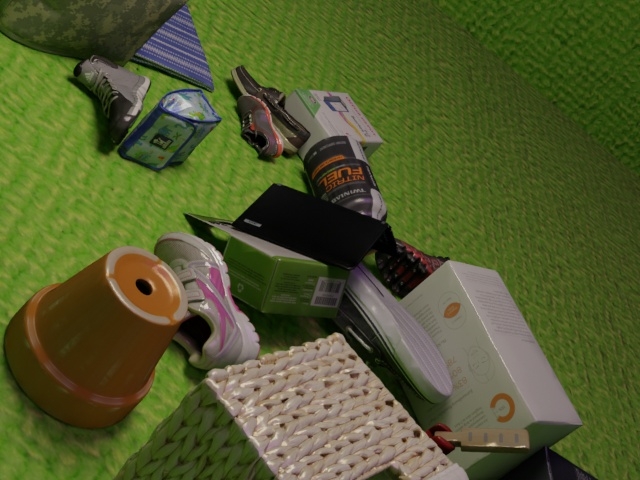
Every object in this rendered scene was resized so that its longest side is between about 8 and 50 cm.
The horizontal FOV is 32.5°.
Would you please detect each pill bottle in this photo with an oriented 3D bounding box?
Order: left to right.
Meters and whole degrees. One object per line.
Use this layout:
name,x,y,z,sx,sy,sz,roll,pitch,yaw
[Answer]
pill bottle,0.057,-0.085,2.218,0.130,0.130,0.246,19,39,-41

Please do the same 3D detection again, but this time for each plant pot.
plant pot,-0.279,0.113,1.454,0.205,0.188,0.205,33,31,-23

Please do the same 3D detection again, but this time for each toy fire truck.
toy fire truck,0.196,0.379,1.692,0.158,0.246,0.217,27,34,-31

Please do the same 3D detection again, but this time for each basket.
basket,-0.061,0.329,1.344,0.266,0.331,0.328,50,28,18

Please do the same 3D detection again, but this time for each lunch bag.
lunch bag,-0.414,-0.447,1.935,0.287,0.235,0.169,5,54,-52
lunch bag,-0.268,-0.195,1.925,0.096,0.129,0.151,54,29,15

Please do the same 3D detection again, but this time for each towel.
towel,-0.352,-0.461,2.258,0.243,0.040,0.336,17,42,-45

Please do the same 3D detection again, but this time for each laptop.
laptop,0.000,0.000,1.982,0.234,0.136,0.264,21,-15,17

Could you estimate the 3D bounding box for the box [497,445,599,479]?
box,0.425,0.487,1.961,0.207,0.153,0.108,35,30,-21

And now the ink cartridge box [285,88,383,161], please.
ink cartridge box,0.018,-0.245,2.411,0.212,0.093,0.154,-4,55,-57

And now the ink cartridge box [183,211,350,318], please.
ink cartridge box,-0.104,0.041,1.898,0.255,0.097,0.189,25,10,41

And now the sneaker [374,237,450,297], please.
sneaker,0.218,0.075,2.266,0.276,0.097,0.135,38,30,-19

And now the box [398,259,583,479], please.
box,0.282,0.242,2.014,0.168,0.215,0.345,12,44,-46

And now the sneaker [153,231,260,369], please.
sneaker,-0.193,0.092,1.687,0.111,0.103,0.252,-1,53,-56

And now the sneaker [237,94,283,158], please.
sneaker,-0.134,-0.235,2.231,0.065,0.061,0.158,-9,57,-45

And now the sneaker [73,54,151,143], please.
sneaker,-0.378,-0.254,1.916,0.132,0.086,0.229,32,21,-16

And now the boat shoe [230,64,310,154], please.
boat shoe,-0.101,-0.284,2.304,0.223,0.073,0.080,54,11,8

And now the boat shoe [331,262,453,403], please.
boat shoe,0.105,0.173,1.968,0.335,0.119,0.121,52,21,24
